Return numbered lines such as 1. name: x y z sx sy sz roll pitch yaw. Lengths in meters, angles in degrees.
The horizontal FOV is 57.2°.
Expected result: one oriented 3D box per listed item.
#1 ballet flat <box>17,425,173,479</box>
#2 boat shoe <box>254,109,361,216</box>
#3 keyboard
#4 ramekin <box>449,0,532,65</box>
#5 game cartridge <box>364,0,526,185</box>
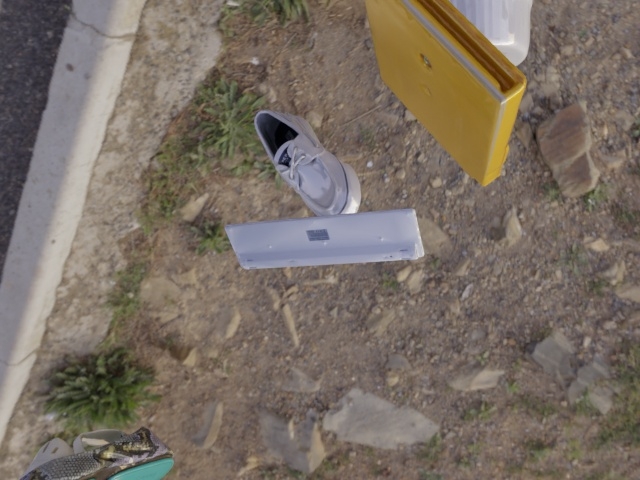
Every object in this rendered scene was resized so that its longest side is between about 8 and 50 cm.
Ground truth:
1. ballet flat: -0.127 0.121 0.308 0.041 0.114 0.041 -3 84 25
2. boat shoe: -0.032 -0.117 0.898 0.084 0.258 0.095 13 117 -41
3. keyboard: 0.000 0.000 0.752 0.256 0.014 0.072 -4 119 21
4. ramekin: 0.339 -0.464 1.332 0.277 0.277 0.135 -3 87 18
5. game cartridge: 0.175 -0.238 0.869 0.053 0.323 0.285 -38 73 2
